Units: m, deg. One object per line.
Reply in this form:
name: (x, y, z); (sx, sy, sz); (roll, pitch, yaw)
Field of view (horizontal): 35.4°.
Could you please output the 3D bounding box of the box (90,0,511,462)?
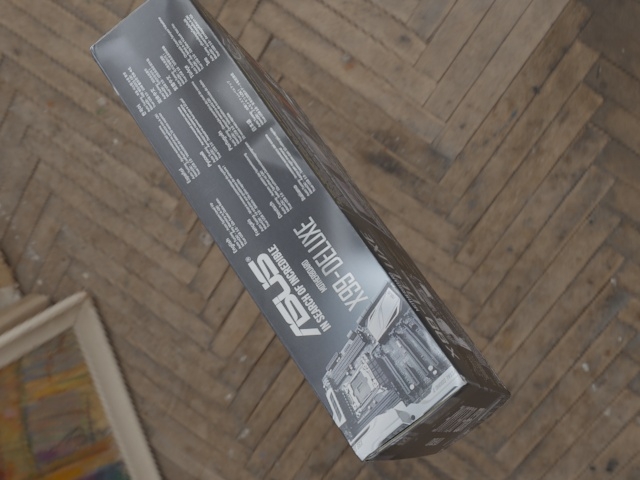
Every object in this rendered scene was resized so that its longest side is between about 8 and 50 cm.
box: (0.000, 0.000, 0.677); (0.076, 0.242, 0.307); (-37, 73, 7)
